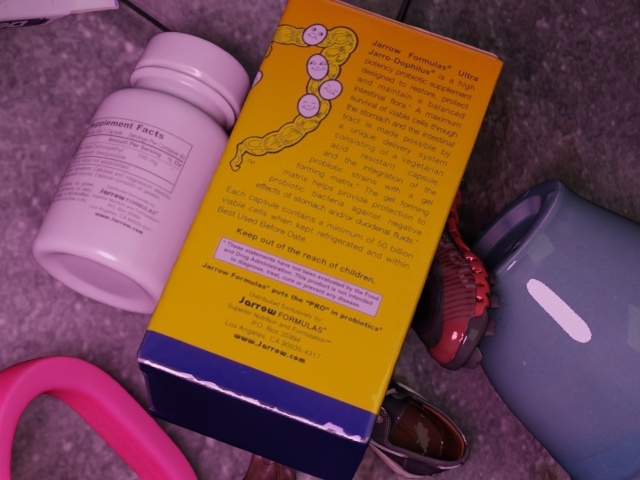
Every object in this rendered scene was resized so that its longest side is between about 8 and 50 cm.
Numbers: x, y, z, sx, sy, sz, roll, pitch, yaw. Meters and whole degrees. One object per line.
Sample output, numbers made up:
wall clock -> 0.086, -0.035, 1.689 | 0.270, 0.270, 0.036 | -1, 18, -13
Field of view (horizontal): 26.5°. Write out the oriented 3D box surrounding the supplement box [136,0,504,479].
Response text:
supplement box -> 0.000, 0.000, 1.175 | 0.195, 0.194, 0.356 | 20, 69, 4

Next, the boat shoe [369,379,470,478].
boat shoe -> 0.054, 0.159, 1.359 | 0.233, 0.079, 0.084 | 39, 65, -23

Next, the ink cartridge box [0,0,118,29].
ink cartridge box -> -0.293, -0.285, 1.174 | 0.208, 0.045, 0.206 | -13, 92, -36

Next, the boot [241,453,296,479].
boot -> -0.066, 0.192, 1.290 | 0.106, 0.037, 0.114 | -5, 91, -50

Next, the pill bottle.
pill bottle -> -0.150, -0.062, 1.200 | 0.131, 0.131, 0.229 | 34, 65, -29

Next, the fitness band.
fitness band -> -0.189, 0.226, 1.131 | 0.291, 0.054, 0.209 | 55, 37, -33

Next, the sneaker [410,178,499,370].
sneaker -> 0.089, 0.014, 1.341 | 0.135, 0.097, 0.276 | 15, 40, -24

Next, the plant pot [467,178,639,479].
plant pot -> 0.275, 0.082, 1.436 | 0.255, 0.272, 0.271 | 42, 61, -8
